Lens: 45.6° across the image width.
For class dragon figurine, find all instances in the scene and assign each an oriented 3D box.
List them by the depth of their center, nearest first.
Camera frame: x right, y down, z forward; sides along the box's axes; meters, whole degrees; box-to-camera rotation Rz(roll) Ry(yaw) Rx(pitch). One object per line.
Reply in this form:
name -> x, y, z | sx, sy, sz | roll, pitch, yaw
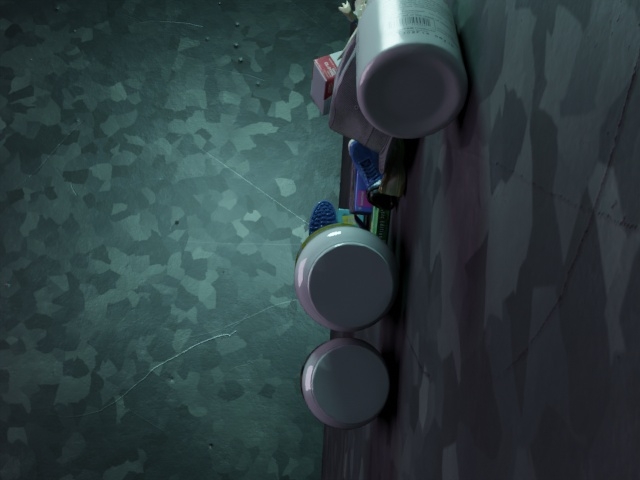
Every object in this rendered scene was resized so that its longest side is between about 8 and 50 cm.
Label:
dragon figurine -> 0.112, -0.515, 1.741 | 0.144, 0.085, 0.289 | 39, -126, -55

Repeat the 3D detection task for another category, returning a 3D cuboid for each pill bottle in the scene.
pill bottle -> 0.110, -0.244, 0.966 | 0.229, 0.131, 0.131 | -87, 3, -47
pill bottle -> 0.043, 0.259, 1.392 | 0.278, 0.162, 0.162 | 103, 172, -81
pill bottle -> 0.045, 0.065, 1.400 | 0.334, 0.188, 0.188 | -110, 25, -86

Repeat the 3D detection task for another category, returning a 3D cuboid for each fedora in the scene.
fedora -> 0.085, -0.263, 1.323 | 0.244, 0.124, 0.275 | -81, 7, -48

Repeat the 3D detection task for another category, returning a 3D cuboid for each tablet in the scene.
tablet -> 0.107, -0.047, 2.055 | 0.054, 0.006, 0.083 | 49, -169, -14

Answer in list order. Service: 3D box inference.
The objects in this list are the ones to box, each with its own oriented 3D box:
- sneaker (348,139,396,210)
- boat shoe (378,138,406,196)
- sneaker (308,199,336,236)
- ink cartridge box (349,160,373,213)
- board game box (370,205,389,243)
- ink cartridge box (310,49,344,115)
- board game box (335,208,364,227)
sneaker -> 0.102, -0.123, 1.452 | 0.084, 0.058, 0.152 | -93, -23, -55
boat shoe -> 0.130, -0.141, 1.407 | 0.056, 0.048, 0.153 | 97, 177, -50
sneaker -> 0.000, 0.000, 2.165 | 0.090, 0.081, 0.232 | -147, 60, -80
ink cartridge box -> 0.113, -0.159, 1.906 | 0.311, 0.065, 0.186 | -158, 72, -86
board game box -> 0.131, -0.091, 1.620 | 0.136, 0.030, 0.259 | -105, 20, -79
ink cartridge box -> 0.072, -0.382, 1.783 | 0.072, 0.175, 0.127 | 61, 163, 25
board game box -> 0.073, 0.038, 2.313 | 0.336, 0.079, 0.254 | -159, 73, -88
